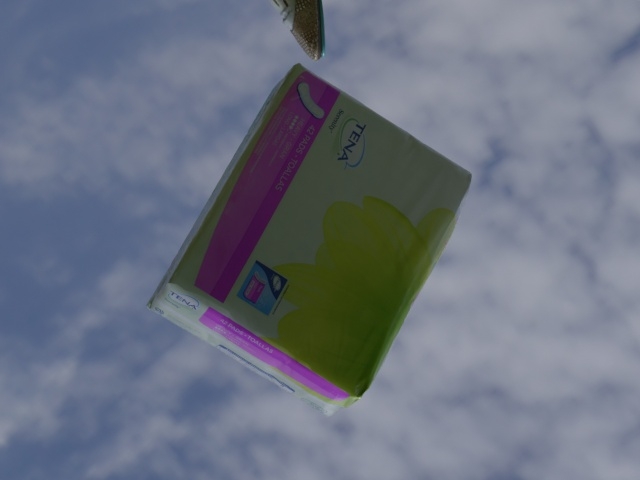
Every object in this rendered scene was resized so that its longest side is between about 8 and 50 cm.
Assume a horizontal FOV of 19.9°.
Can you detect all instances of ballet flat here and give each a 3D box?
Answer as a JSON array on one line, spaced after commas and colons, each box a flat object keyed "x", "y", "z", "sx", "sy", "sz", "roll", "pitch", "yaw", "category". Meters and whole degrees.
[{"x": -0.031, "y": -0.310, "z": 2.145, "sx": 0.067, "sy": 0.073, "sz": 0.206, "roll": -1, "pitch": -101, "yaw": -9, "category": "ballet flat"}]

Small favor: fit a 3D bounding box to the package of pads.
[{"x": 0.000, "y": 0.000, "z": 1.792, "sx": 0.296, "sy": 0.229, "sz": 0.101, "roll": -62, "pitch": -171, "yaw": -28, "category": "package of pads"}]
